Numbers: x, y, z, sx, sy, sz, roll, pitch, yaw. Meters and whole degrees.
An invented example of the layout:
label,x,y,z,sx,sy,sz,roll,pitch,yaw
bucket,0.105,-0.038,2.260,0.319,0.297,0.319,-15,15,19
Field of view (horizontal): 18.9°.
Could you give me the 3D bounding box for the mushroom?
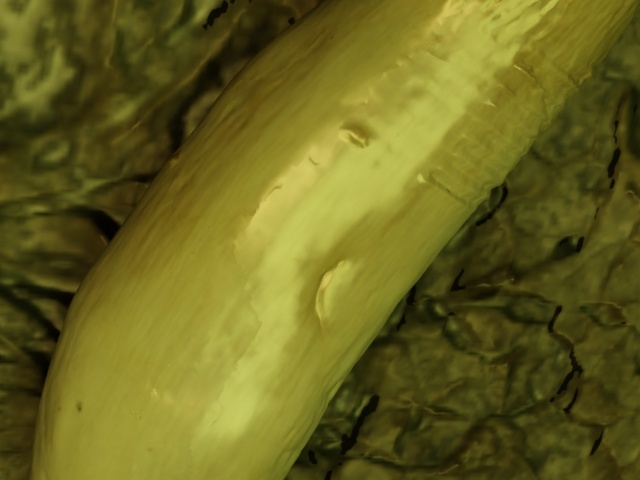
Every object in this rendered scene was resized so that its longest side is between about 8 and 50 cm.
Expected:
label,x,y,z,sx,sy,sz,roll,pitch,yaw
mushroom,0.000,0.000,0.669,0.123,0.095,0.351,19,112,-50
